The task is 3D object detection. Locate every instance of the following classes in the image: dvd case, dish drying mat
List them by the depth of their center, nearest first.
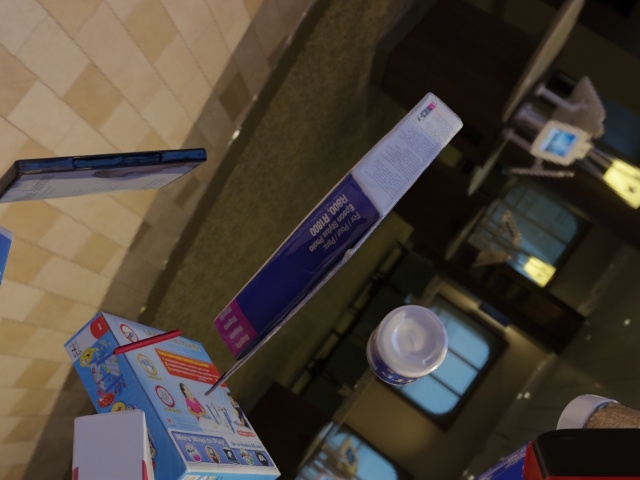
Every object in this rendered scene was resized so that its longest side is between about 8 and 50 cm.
[{"bbox_3d":[-0.213,0.124,0.951,0.083,0.008,0.032,-16,168,-23],"label":"dish drying mat"},{"bbox_3d":[-0.304,-0.088,1.058,0.253,0.022,0.180,-8,176,-33],"label":"dvd case"}]

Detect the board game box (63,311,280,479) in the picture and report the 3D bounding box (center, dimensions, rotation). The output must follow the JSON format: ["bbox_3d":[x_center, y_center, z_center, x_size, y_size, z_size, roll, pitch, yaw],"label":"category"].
[{"bbox_3d":[-0.237,0.284,1.280,0.086,0.302,0.308,-42,152,7],"label":"board game box"}]

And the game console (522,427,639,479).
[{"bbox_3d":[0.402,0.253,0.735,0.342,0.386,0.060,-28,115,-81],"label":"game console"}]

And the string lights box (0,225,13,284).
[{"bbox_3d":[-0.518,0.068,1.108,0.133,0.076,0.260,-51,-154,7],"label":"string lights box"}]

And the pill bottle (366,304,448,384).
[{"bbox_3d":[0.134,0.177,1.267,0.112,0.112,0.187,-51,173,-16],"label":"pill bottle"}]

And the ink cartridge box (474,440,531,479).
[{"bbox_3d":[0.307,0.380,1.032,0.097,0.207,0.046,-41,178,19],"label":"ink cartridge box"}]

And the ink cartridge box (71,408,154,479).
[{"bbox_3d":[-0.180,0.241,0.694,0.063,0.109,0.151,-5,135,-11],"label":"ink cartridge box"}]

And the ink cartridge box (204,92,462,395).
[{"bbox_3d":[0.000,0.000,0.930,0.324,0.071,0.330,-46,179,40],"label":"ink cartridge box"}]

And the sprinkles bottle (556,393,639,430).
[{"bbox_3d":[0.492,0.305,1.052,0.121,0.121,0.355,-50,-155,-18],"label":"sprinkles bottle"}]
